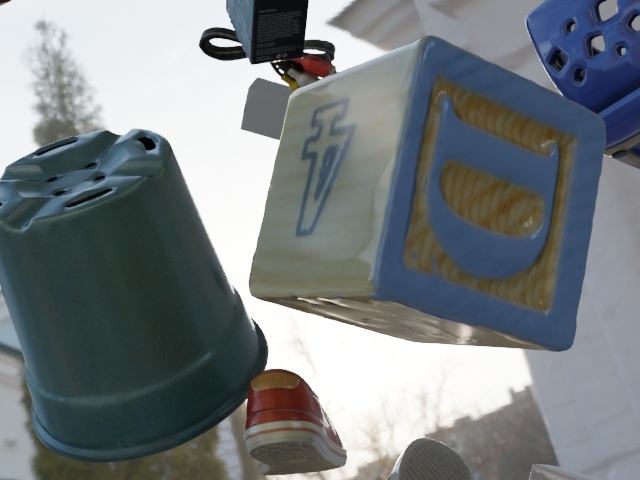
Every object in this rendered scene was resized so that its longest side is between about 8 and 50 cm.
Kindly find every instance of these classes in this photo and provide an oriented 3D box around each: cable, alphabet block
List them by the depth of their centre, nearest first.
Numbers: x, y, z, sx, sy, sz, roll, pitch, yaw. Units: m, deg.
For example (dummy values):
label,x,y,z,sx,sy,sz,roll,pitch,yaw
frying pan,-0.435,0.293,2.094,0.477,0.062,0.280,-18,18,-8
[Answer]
label,x,y,z,sx,sy,sz,roll,pitch,yaw
alphabet block,0.081,-0.025,0.754,0.192,0.193,0.197,19,-13,-27
cable,-0.087,-0.349,1.809,0.287,0.072,0.139,16,-35,-19

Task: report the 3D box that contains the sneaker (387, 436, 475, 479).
label,x,y,z,sx,sy,sz,roll,pitch,yaw
sneaker,0.088,0.350,1.048,0.161,0.102,0.282,-61,0,31

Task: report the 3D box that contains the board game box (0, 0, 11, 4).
label,x,y,z,sx,sy,sz,roll,pitch,yaw
board game box,-0.653,-0.375,1.607,0.281,0.027,0.145,-3,22,46

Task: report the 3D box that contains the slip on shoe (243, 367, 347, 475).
label,x,y,z,sx,sy,sz,roll,pitch,yaw
slip on shoe,-0.033,0.241,1.205,0.123,0.101,0.331,-8,-23,4

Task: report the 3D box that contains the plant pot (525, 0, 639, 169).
label,x,y,z,sx,sy,sz,roll,pitch,yaw
plant pot,0.413,-0.204,1.088,0.236,0.212,0.236,14,-34,-38

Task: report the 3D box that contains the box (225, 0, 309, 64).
label,x,y,z,sx,sy,sz,roll,pitch,yaw
box,-0.085,-0.388,1.480,0.093,0.156,0.158,-11,-39,-17

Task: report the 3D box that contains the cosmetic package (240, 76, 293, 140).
label,x,y,z,sx,sy,sz,roll,pitch,yaw
cosmetic package,-0.064,-0.297,2.248,0.231,0.085,0.117,18,-58,3

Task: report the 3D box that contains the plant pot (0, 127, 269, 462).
label,x,y,z,sx,sy,sz,roll,pitch,yaw
plant pot,-0.271,0.052,1.242,0.341,0.341,0.334,-15,-60,-2

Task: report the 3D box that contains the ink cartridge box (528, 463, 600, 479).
label,x,y,z,sx,sy,sz,roll,pitch,yaw
ink cartridge box,0.333,0.367,1.082,0.093,0.160,0.219,20,-7,-40
